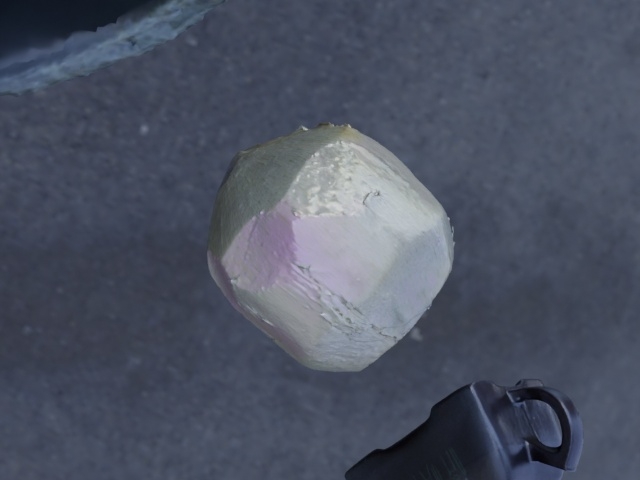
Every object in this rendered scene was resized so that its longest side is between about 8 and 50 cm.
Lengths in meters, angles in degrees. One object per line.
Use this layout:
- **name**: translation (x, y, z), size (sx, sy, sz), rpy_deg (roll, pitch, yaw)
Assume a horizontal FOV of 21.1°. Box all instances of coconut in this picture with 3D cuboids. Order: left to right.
- **coconut**: translation (0.002, -0.002, 1.652), size (0.227, 0.230, 0.227), rpy_deg (-48, -175, 5)

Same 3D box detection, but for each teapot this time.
- **teapot**: translation (0.097, 0.157, 1.078), size (0.177, 0.096, 0.087), rpy_deg (-40, 153, 31)

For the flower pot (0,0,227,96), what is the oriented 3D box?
- **flower pot**: translation (-0.171, -0.243, 0.793), size (0.299, 0.299, 0.282), rpy_deg (8, 60, -56)
